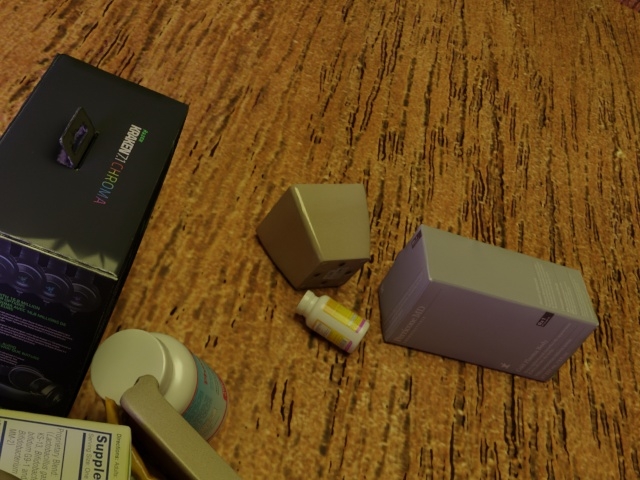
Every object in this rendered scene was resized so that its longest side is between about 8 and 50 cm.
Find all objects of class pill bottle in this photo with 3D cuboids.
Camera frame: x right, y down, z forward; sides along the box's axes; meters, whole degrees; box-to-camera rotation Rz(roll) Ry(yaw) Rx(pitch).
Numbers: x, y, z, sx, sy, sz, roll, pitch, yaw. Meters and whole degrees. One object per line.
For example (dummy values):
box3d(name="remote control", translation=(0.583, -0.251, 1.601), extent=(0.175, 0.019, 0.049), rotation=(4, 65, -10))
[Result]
box3d(name="pill bottle", translation=(0.013, 0.093, 1.058), extent=(0.083, 0.043, 0.043), rotation=(33, 39, 3))
box3d(name="pill bottle", translation=(-0.144, 0.134, 0.815), extent=(0.087, 0.160, 0.087), rotation=(-4, 67, 9))

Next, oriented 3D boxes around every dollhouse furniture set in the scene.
box3d(name="dollhouse furniture set", translation=(-0.108, 0.276, 0.663), extent=(0.301, 0.197, 0.151), rotation=(43, 42, 14))

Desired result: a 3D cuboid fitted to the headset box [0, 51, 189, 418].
box3d(name="headset box", translation=(-0.235, 0.010, 0.805), extent=(0.131, 0.283, 0.246), rotation=(22, 40, -10))

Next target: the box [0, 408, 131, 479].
box3d(name="box", translation=(-0.275, 0.214, 0.613), extent=(0.243, 0.213, 0.117), rotation=(13, 41, -19))

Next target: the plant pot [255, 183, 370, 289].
box3d(name="plant pot", translation=(0.000, 0.000, 1.110), extent=(0.109, 0.109, 0.096), rotation=(-2, 60, -33))

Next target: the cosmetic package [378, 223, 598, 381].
box3d(name="cosmetic package", translation=(0.204, 0.080, 1.125), extent=(0.238, 0.127, 0.107), rotation=(12, 42, -18))

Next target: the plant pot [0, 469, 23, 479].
box3d(name="plant pot", translation=(-0.201, 0.258, 0.392), extent=(0.323, 0.323, 0.280), rotation=(14, 26, -19))
